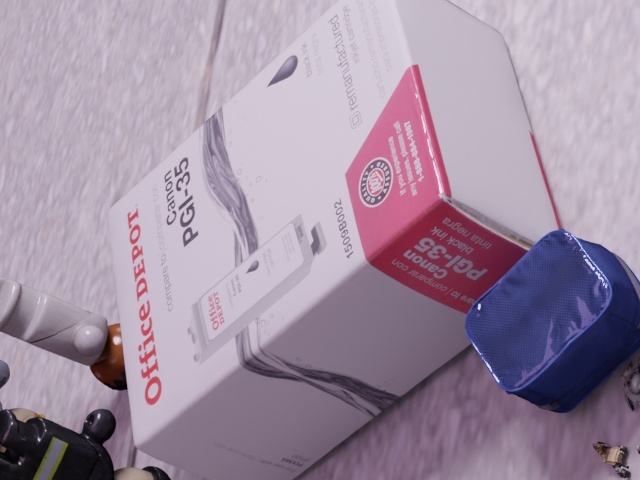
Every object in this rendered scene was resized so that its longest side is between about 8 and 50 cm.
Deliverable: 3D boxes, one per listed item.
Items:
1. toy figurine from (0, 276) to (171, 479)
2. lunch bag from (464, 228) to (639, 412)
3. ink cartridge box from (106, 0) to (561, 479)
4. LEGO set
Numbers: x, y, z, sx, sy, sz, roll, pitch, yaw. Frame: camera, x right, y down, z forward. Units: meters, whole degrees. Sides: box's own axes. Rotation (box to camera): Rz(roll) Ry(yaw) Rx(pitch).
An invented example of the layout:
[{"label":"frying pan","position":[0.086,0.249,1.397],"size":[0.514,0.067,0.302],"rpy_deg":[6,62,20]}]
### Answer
[{"label":"toy figurine","position":[-0.207,0.151,1.389],"size":[0.213,0.148,0.209],"rpy_deg":[-43,36,30]},{"label":"lunch bag","position":[0.133,0.049,1.084],"size":[0.098,0.065,0.067],"rpy_deg":[-44,50,19]},{"label":"ink cartridge box","position":[0.000,0.000,1.232],"size":[0.283,0.117,0.207],"rpy_deg":[-40,43,30]},{"label":"LEGO set","position":[0.172,0.086,1.048],"size":[0.054,0.023,0.083],"rpy_deg":[21,86,54]}]
